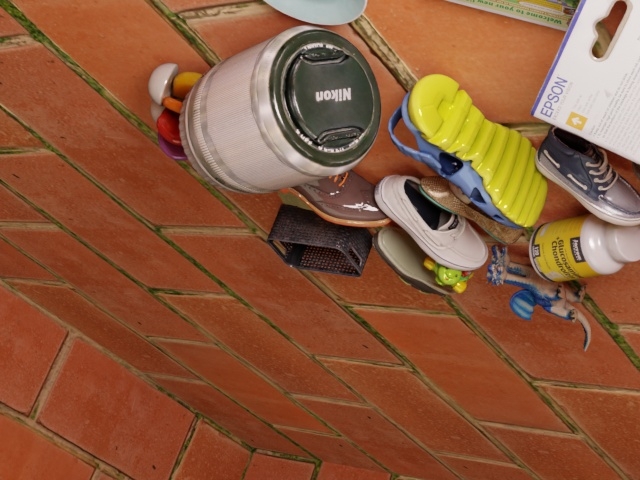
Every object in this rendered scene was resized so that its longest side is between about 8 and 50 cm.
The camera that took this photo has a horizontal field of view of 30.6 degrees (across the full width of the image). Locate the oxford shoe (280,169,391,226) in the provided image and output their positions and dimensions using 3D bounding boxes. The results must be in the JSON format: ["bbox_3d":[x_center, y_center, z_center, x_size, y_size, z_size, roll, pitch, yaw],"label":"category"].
[{"bbox_3d":[0.011,-0.105,2.055,0.271,0.097,0.098,22,152,-1],"label":"oxford shoe"}]

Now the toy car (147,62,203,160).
[{"bbox_3d":[-0.222,-0.202,1.980,0.159,0.136,0.182,20,158,3],"label":"toy car"}]

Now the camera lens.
[{"bbox_3d":[-0.061,-0.188,1.756,0.219,0.219,0.274,34,155,-28],"label":"camera lens"}]

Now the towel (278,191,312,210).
[{"bbox_3d":[-0.036,-0.098,2.197,0.110,0.027,0.148,13,157,23],"label":"towel"}]

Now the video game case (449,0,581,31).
[{"bbox_3d":[0.235,-0.336,1.416,0.212,0.023,0.193,17,157,10],"label":"video game case"}]

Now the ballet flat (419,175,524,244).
[{"bbox_3d":[0.264,-0.066,1.972,0.206,0.073,0.067,27,130,-20],"label":"ballet flat"}]

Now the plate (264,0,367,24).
[{"bbox_3d":[-0.022,-0.360,1.590,0.188,0.024,0.188,18,157,8],"label":"plate"}]

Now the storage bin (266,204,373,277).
[{"bbox_3d":[0.000,0.000,2.314,0.180,0.084,0.122,7,153,30],"label":"storage bin"}]

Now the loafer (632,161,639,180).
[{"bbox_3d":[0.569,-0.140,1.464,0.366,0.134,0.130,-5,125,30],"label":"loafer"}]

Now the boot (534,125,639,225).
[{"bbox_3d":[0.404,-0.095,1.718,0.190,0.069,0.086,32,156,11],"label":"boot"}]

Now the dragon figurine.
[{"bbox_3d":[0.408,0.100,2.173,0.144,0.085,0.289,4,151,37],"label":"dragon figurine"}]

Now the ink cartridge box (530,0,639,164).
[{"bbox_3d":[0.446,-0.205,1.326,0.330,0.071,0.324,27,139,8],"label":"ink cartridge box"}]

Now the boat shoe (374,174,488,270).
[{"bbox_3d":[0.209,-0.027,2.049,0.258,0.095,0.084,32,160,-26],"label":"boat shoe"}]

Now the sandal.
[{"bbox_3d":[0.221,-0.131,1.786,0.317,0.126,0.138,42,155,-24],"label":"sandal"}]

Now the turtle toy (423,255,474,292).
[{"bbox_3d":[0.245,0.045,2.165,0.095,0.130,0.066,39,127,-2],"label":"turtle toy"}]

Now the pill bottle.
[{"bbox_3d":[0.437,0.009,1.914,0.103,0.103,0.184,33,155,-26],"label":"pill bottle"}]

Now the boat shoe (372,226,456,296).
[{"bbox_3d":[0.173,0.046,2.265,0.228,0.081,0.068,34,151,-33],"label":"boat shoe"}]
